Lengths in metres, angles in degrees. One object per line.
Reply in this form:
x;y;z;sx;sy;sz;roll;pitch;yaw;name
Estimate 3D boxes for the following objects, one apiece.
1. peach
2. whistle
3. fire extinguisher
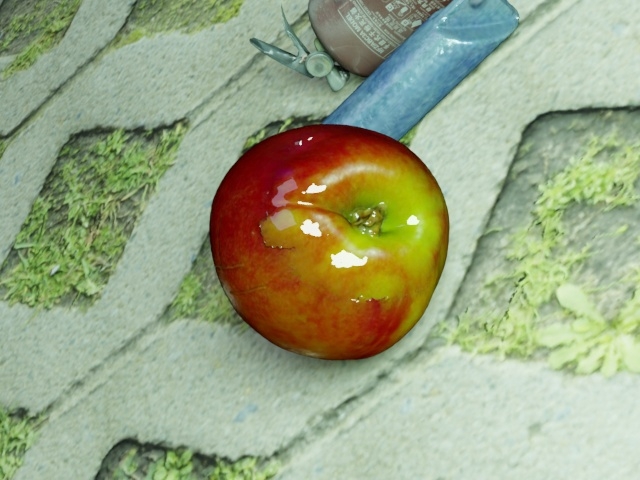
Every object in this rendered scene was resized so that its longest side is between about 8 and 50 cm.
0.000;0.000;1.037;0.197;0.197;0.197;-25;48;32;peach
0.042;-0.100;1.148;0.304;0.062;0.062;-43;41;14;whistle
0.068;-0.223;1.173;0.269;0.105;0.104;-36;43;24;fire extinguisher
